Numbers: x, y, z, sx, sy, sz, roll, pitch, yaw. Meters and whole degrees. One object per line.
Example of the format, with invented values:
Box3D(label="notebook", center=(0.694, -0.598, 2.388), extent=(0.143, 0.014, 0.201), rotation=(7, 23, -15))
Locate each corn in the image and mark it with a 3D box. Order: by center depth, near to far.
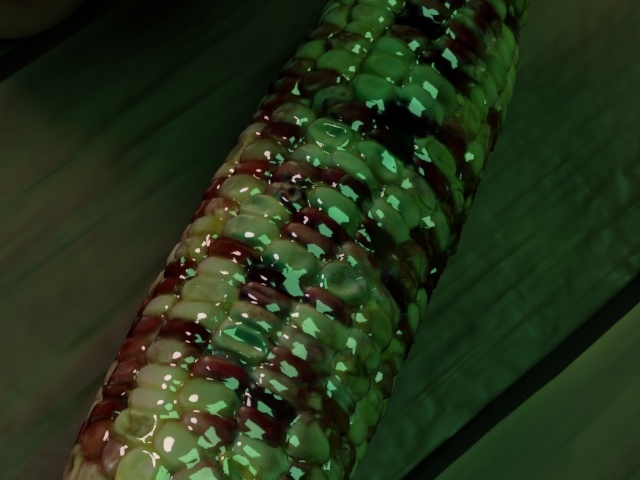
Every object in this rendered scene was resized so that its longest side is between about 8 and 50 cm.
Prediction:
Box3D(label="corn", center=(0.000, 0.000, 0.546), extent=(0.086, 0.086, 0.253), rotation=(30, 64, -9))

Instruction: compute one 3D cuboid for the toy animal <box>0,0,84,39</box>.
Box3D(label="toy animal", center=(-0.075, -0.149, 0.522), extent=(0.198, 0.171, 0.171), rotation=(16, 62, 28))
